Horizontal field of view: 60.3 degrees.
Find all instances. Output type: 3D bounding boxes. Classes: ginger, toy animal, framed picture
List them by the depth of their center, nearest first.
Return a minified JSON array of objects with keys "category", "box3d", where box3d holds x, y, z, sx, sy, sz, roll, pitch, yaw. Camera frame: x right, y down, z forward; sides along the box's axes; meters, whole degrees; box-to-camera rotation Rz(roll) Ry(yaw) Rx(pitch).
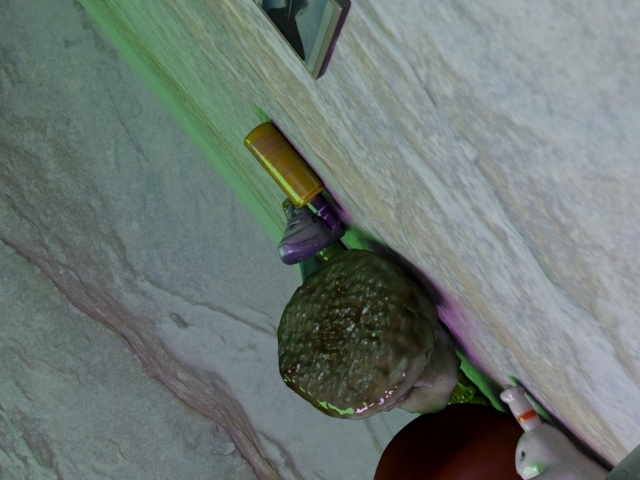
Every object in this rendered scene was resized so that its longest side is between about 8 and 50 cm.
[{"category":"framed picture","box3d":[-0.033,-0.293,0.674,0.150,0.015,0.203,51,171,-2]},{"category":"toy animal","box3d":[0.398,0.396,0.952,0.282,0.138,0.140,45,174,40]},{"category":"ginger","box3d":[-0.004,-0.003,1.456,0.290,0.089,0.137,55,169,-22]}]

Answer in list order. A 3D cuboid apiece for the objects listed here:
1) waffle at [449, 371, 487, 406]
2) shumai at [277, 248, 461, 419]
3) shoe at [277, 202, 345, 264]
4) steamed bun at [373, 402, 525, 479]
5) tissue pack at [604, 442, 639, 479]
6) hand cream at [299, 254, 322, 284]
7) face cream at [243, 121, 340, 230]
[{"category":"waffle","box3d":[0.354,0.394,1.416,0.253,0.056,0.249,45,170,23]},{"category":"shumai","box3d":[0.126,0.227,1.168,0.323,0.324,0.397,34,177,-36]},{"category":"shoe","box3d":[-0.037,-0.033,1.251,0.137,0.095,0.245,54,-151,4]},{"category":"steamed bun","box3d":[0.280,0.478,1.119,0.248,0.379,0.235,64,164,-12]},{"category":"tissue pack","box3d":[0.344,0.195,0.356,0.136,0.159,0.246,52,172,3]},{"category":"hand cream","box3d":[-0.021,0.072,1.522,0.111,0.070,0.312,36,-156,-27]},{"category":"face cream","box3d":[-0.053,-0.134,1.206,0.273,0.078,0.078,50,171,3]}]
